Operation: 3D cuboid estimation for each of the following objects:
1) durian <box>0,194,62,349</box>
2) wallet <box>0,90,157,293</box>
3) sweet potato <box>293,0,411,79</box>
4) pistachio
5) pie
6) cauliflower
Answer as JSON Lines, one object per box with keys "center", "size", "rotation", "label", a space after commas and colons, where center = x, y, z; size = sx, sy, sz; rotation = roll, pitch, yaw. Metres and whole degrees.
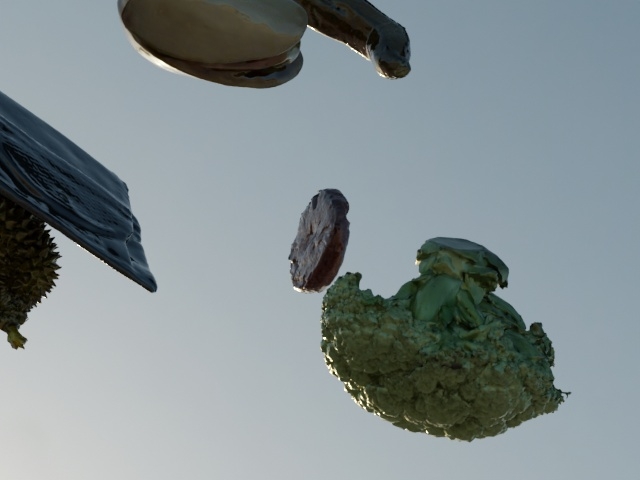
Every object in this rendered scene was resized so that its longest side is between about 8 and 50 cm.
{"center": [-0.330, 0.019, 1.653], "size": [0.146, 0.208, 0.102], "rotation": [1, -36, -32], "label": "durian"}
{"center": [-0.284, -0.071, 1.723], "size": [0.247, 0.041, 0.323], "rotation": [38, 8, -24], "label": "wallet"}
{"center": [0.043, -0.246, 1.910], "size": [0.233, 0.081, 0.062], "rotation": [42, -52, 37], "label": "sweet potato"}
{"center": [-0.121, -0.239, 1.825], "size": [0.215, 0.144, 0.144], "rotation": [18, -32, 9], "label": "pistachio"}
{"center": [0.000, 0.000, 2.203], "size": [0.036, 0.154, 0.154], "rotation": [17, -30, -21], "label": "pie"}
{"center": [0.156, 0.109, 1.955], "size": [0.272, 0.250, 0.275], "rotation": [4, -19, 34], "label": "cauliflower"}
